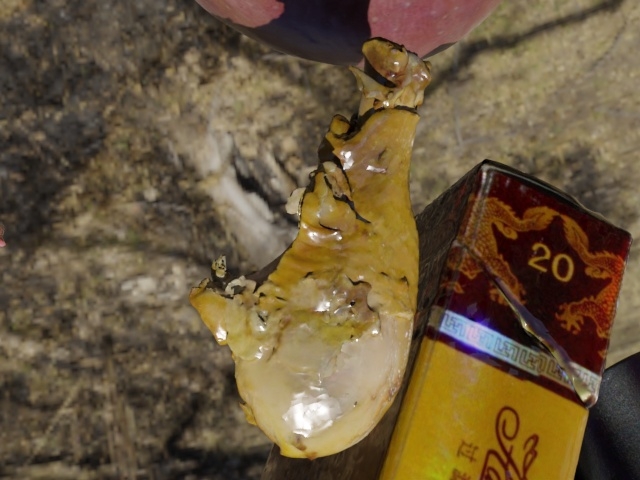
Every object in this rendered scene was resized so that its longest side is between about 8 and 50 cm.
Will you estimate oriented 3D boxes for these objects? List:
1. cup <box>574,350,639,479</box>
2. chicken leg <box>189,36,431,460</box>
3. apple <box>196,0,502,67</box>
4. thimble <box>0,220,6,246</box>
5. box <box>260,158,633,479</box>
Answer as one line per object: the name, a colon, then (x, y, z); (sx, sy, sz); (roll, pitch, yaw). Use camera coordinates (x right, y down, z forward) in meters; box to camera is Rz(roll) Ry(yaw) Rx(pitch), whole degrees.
cup: (0.246, 0.199, 0.854); (0.239, 0.177, 0.166); (-21, 148, -10)
chicken leg: (0.003, 0.001, 0.551); (0.101, 0.208, 0.085); (14, -179, 16)
apple: (0.013, -0.267, 0.826); (0.305, 0.306, 0.235); (-11, 161, -2)
thimble: (-0.357, 0.011, 0.879); (0.189, 0.163, 0.125); (-40, 176, -3)
box: (0.037, 0.180, 0.694); (0.115, 0.415, 0.264); (26, 152, -10)
